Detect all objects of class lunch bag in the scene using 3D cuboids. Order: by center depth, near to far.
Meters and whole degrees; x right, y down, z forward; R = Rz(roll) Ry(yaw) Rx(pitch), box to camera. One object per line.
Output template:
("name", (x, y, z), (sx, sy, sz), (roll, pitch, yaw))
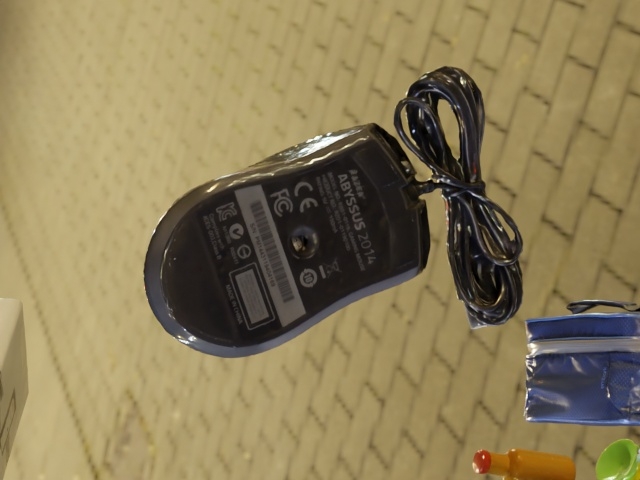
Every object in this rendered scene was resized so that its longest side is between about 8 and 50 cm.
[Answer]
("lunch bag", (0.150, 0.063, 0.799), (0.098, 0.067, 0.065), (-7, 78, 55))

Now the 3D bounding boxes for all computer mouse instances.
("computer mouse", (0.000, 0.000, 1.060), (0.072, 0.272, 0.188), (3, 109, 67))

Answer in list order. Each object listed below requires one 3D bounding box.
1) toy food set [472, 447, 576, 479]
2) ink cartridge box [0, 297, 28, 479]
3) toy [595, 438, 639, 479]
("toy food set", (0.200, 0.323, 1.515), (0.111, 0.104, 0.232), (170, 110, -71))
("ink cartridge box", (-0.286, 0.118, 1.040), (0.203, 0.148, 0.086), (-95, 6, -65))
("toy", (0.319, 0.234, 1.307), (0.137, 0.237, 0.056), (-42, 32, 20))
